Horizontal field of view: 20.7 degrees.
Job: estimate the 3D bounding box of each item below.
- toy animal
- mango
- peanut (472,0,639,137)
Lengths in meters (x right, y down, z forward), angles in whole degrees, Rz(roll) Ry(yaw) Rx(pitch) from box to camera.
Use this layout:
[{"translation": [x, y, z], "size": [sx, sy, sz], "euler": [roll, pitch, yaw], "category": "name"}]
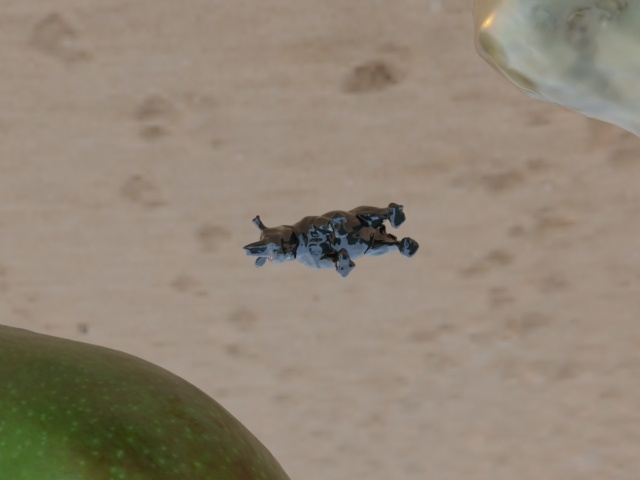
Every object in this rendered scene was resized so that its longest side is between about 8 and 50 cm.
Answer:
[{"translation": [0.000, 0.000, 1.251], "size": [0.136, 0.047, 0.065], "euler": [-13, -167, -36], "category": "toy animal"}, {"translation": [-0.151, 0.151, 0.897], "size": [0.382, 0.225, 0.201], "euler": [33, -168, 28], "category": "mango"}, {"translation": [0.169, -0.074, 0.554], "size": [0.253, 0.122, 0.137], "euler": [5, 153, -28], "category": "peanut"}]
